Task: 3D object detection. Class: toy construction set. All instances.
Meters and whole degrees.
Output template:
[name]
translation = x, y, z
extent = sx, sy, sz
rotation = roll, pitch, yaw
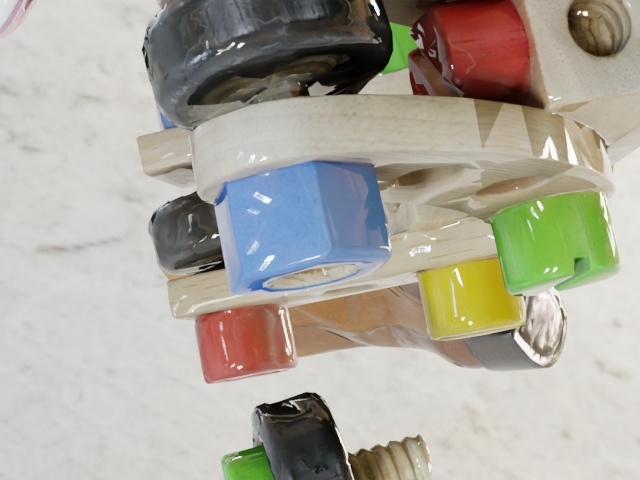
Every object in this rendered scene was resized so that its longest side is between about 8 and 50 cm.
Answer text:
[toy construction set]
translation = 0.053, -0.070, 0.483
extent = 0.237, 0.257, 0.309
rotation = -14, 55, -9

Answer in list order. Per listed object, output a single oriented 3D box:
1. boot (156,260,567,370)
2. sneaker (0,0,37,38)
[boot]
translation = 0.000, 0.000, 1.053
extent = 0.280, 0.264, 0.096
rotation = -1, 59, 38
[sneaker]
translation = -0.190, -0.251, 0.963
extent = 0.104, 0.236, 0.095
rotation = 31, 6, -6
